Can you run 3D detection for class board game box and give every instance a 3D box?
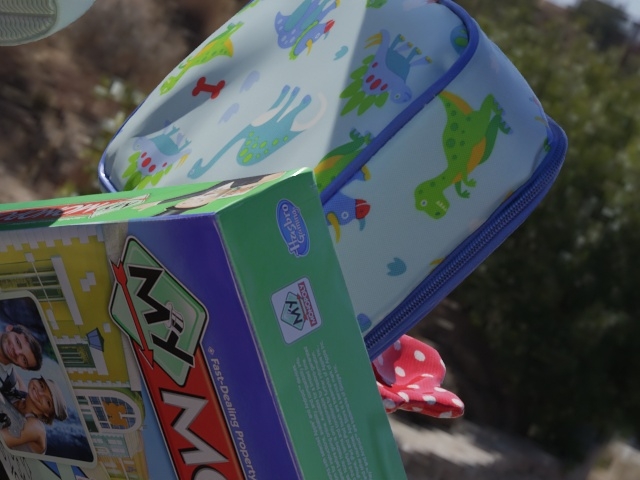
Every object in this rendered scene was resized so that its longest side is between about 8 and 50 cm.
[{"bbox_3d":[-0.041,0.136,0.611,0.046,0.317,0.213,-27,15,-39],"label":"board game box"}]

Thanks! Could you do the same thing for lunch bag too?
[{"bbox_3d":[-0.006,-0.034,0.732,0.090,0.176,0.219,47,-1,-28],"label":"lunch bag"}]

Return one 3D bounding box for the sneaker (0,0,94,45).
[{"bbox_3d":[-0.162,-0.156,0.705,0.258,0.091,0.094,26,-31,43],"label":"sneaker"}]

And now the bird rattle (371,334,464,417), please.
[{"bbox_3d":[0.000,0.000,1.045,0.253,0.207,0.143,35,-43,-27],"label":"bird rattle"}]
